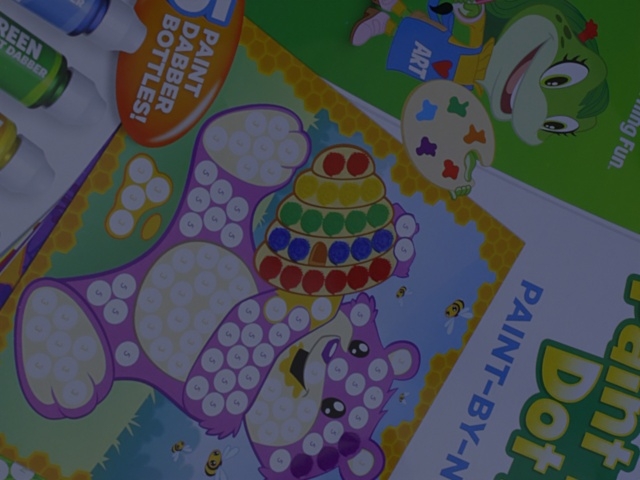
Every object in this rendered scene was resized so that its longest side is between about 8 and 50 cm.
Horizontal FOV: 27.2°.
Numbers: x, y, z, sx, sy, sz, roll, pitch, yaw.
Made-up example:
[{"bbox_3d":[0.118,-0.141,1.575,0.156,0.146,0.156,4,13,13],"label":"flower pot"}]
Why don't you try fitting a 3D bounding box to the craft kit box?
[{"bbox_3d":[0.000,0.000,0.399,0.246,0.250,0.061,25,174,-12],"label":"craft kit box"}]
